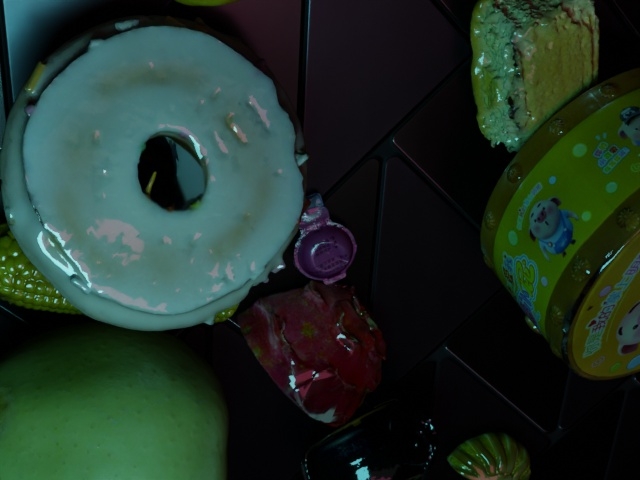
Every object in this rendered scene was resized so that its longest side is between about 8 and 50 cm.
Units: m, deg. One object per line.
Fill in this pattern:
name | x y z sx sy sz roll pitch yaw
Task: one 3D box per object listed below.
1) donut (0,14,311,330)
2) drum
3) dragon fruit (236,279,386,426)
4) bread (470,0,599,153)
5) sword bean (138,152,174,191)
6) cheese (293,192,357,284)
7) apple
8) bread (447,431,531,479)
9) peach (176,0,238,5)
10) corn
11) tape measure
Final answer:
donut | -0.197 -0.084 1.296 0.382 0.142 0.383 -3 97 -22
drum | 0.450 -0.023 1.494 0.431 0.214 0.431 -21 140 -19
dragon fruit | 0.011 0.179 1.586 0.163 0.189 0.261 -20 135 31
bread | 0.290 -0.237 1.432 0.174 0.121 0.246 -27 129 -18
sword bean | -0.172 -0.057 1.435 0.269 0.038 0.043 34 80 -32
cheese | 0.000 0.000 1.527 0.095 0.038 0.145 -23 118 -6
apple | -0.296 0.267 1.403 0.357 0.357 0.357 -9 122 -14
bread | 0.305 0.375 1.840 0.157 0.083 0.094 27 96 -29
peach | -0.129 -0.358 1.181 0.190 0.190 0.192 -29 124 -1
corn | -0.274 0.044 1.414 0.363 0.120 0.120 8 117 -28
tape measure | 0.082 0.340 1.667 0.222 0.135 0.202 -25 167 -7
